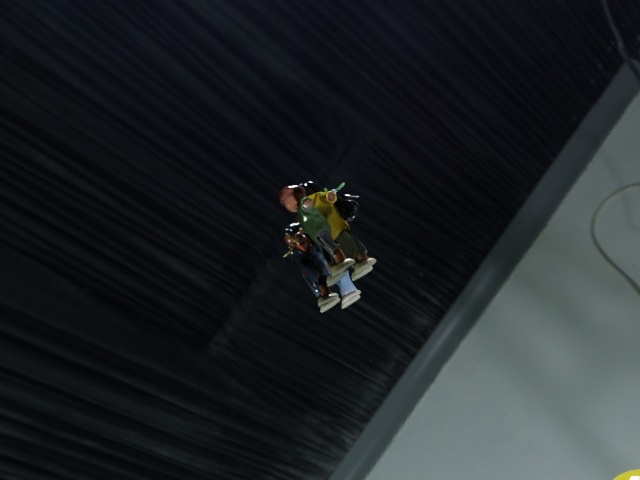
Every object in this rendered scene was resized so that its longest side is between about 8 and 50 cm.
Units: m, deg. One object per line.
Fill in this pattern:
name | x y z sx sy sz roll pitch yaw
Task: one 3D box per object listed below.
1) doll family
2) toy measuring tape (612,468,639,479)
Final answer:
doll family | 0.000 0.000 0.624 0.076 0.111 0.193 -27 -18 -21
toy measuring tape | 0.066 0.229 0.226 0.121 0.121 0.330 -8 39 51
